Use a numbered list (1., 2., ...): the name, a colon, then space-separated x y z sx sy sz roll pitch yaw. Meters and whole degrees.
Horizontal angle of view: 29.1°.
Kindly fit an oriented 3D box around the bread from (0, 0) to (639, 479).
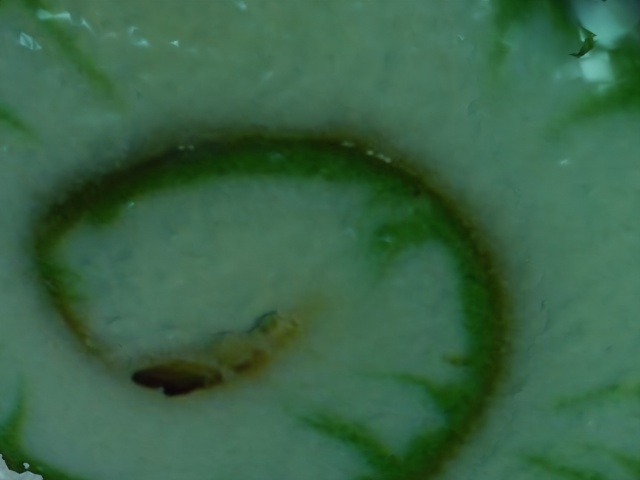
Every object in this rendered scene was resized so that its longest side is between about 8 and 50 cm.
1. bread: 0.000 0.000 0.543 0.366 0.129 0.381 -14 117 17
